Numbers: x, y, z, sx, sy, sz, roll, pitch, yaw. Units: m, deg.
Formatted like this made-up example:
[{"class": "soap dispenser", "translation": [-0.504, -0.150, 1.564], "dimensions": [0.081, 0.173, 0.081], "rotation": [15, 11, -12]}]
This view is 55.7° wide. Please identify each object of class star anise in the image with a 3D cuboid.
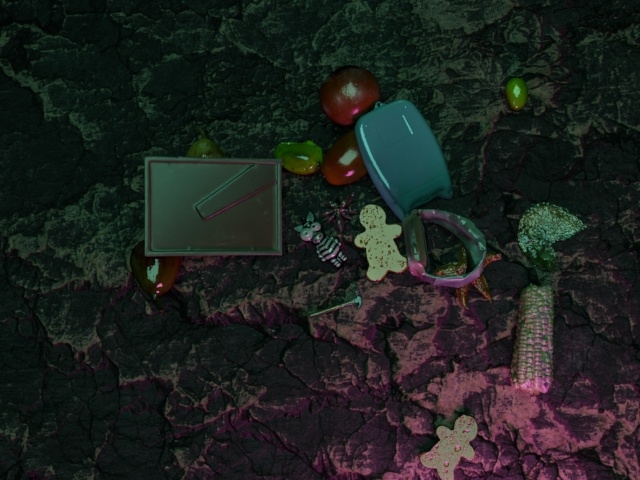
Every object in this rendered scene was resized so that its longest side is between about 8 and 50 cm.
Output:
[{"class": "star anise", "translation": [0.064, -0.088, 2.013], "dimensions": [0.124, 0.056, 0.129], "rotation": [-5, 77, 7]}]

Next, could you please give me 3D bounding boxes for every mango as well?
[{"class": "mango", "translation": [0.126, -0.298, 2.017], "dimensions": [0.146, 0.129, 0.289], "rotation": [42, 79, 12]}, {"class": "mango", "translation": [-0.075, -0.281, 2.057], "dimensions": [0.179, 0.100, 0.119], "rotation": [15, 44, 19]}, {"class": "mango", "translation": [0.653, -0.487, 2.016], "dimensions": [0.074, 0.056, 0.108], "rotation": [-1, 90, 12]}]

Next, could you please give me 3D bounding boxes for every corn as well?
[{"class": "corn", "translation": [0.642, 0.291, 1.815], "dimensions": [0.127, 0.126, 0.335], "rotation": [8, 78, 10]}]

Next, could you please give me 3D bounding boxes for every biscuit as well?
[{"class": "biscuit", "translation": [0.400, 0.617, 1.825], "dimensions": [0.138, 0.031, 0.205], "rotation": [34, 85, 13]}, {"class": "biscuit", "translation": [0.194, 0.001, 1.987], "dimensions": [0.166, 0.036, 0.250], "rotation": [-18, 80, 3]}]

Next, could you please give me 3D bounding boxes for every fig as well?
[{"class": "fig", "translation": [-0.403, -0.303, 2.100], "dimensions": [0.159, 0.159, 0.257], "rotation": [-19, 57, 4]}, {"class": "fig", "translation": [-0.538, 0.122, 2.002], "dimensions": [0.170, 0.145, 0.274], "rotation": [-16, 62, 5]}]

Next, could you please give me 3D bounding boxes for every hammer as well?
[{"class": "hammer", "translation": [0.051, 0.220, 1.970], "dimensions": [0.182, 0.017, 0.062], "rotation": [-21, 76, 5]}]

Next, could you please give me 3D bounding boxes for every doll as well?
[{"class": "doll", "translation": [0.000, 0.000, 1.999], "dimensions": [0.091, 0.067, 0.219], "rotation": [-44, 74, 2]}]

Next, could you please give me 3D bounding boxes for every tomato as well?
[{"class": "tomato", "translation": [0.097, -0.484, 2.016], "dimensions": [0.208, 0.208, 0.184], "rotation": [-37, 91, -1]}]

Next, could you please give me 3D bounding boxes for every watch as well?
[{"class": "watch", "translation": [0.388, 0.019, 1.872], "dimensions": [0.241, 0.162, 0.253], "rotation": [-9, 72, 13]}]

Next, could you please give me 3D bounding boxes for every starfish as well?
[{"class": "starfish", "translation": [0.463, 0.101, 1.924], "dimensions": [0.241, 0.043, 0.227], "rotation": [-16, 74, 10]}]

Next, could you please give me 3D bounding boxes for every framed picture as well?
[{"class": "framed picture", "translation": [-0.346, -0.110, 1.981], "dimensions": [0.447, 0.028, 0.325], "rotation": [0, 91, -12]}]

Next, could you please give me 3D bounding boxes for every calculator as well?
[{"class": "calculator", "translation": [0.269, -0.274, 1.957], "dimensions": [0.256, 0.054, 0.386], "rotation": [-27, 90, -10]}]

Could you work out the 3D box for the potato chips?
[{"class": "potato chips", "translation": [0.722, -0.014, 1.920], "dimensions": [0.202, 0.029, 0.219], "rotation": [21, 79, 13]}]
